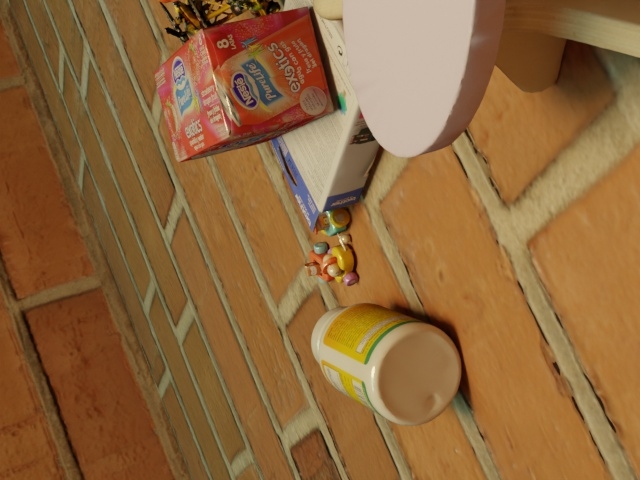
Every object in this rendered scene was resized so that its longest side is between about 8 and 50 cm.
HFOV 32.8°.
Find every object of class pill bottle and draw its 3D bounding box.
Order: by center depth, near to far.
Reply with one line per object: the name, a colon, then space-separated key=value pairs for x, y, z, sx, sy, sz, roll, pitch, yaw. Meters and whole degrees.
pill bottle: x=0.068 y=0.138 z=1.292 sx=0.208 sy=0.117 sz=0.117 roll=15 pitch=121 yaw=66

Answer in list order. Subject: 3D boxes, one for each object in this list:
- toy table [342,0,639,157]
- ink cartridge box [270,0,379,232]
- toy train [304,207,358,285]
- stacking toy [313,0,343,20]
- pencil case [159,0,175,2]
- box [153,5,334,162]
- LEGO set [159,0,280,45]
toy table: x=0.125 y=-0.199 z=0.799 sx=0.252 sy=0.161 sz=0.274 roll=61 pitch=157 yaw=26
ink cartridge box: x=0.005 y=-0.165 z=1.273 sx=0.186 sy=0.065 sz=0.311 roll=64 pitch=156 yaw=24
toy train: x=0.000 y=0.000 z=1.449 sx=0.125 sy=0.046 sz=0.166 roll=42 pitch=145 yaw=53
stacking toy: x=0.036 y=-0.364 z=0.940 sx=0.141 sy=0.141 sz=0.330 roll=-167 pitch=65 yaw=-67
pencil case: x=-0.081 y=-0.321 z=1.129 sx=0.104 sy=0.236 sz=0.104 roll=-11 pitch=-90 yaw=-69
box: x=-0.096 y=-0.174 z=1.261 sx=0.257 sy=0.128 sz=0.122 roll=173 pitch=81 yaw=-70
LEGO set: x=-0.211 y=-0.384 z=1.349 sx=0.331 sy=0.192 sz=0.255 roll=61 pitch=-177 yaw=6
